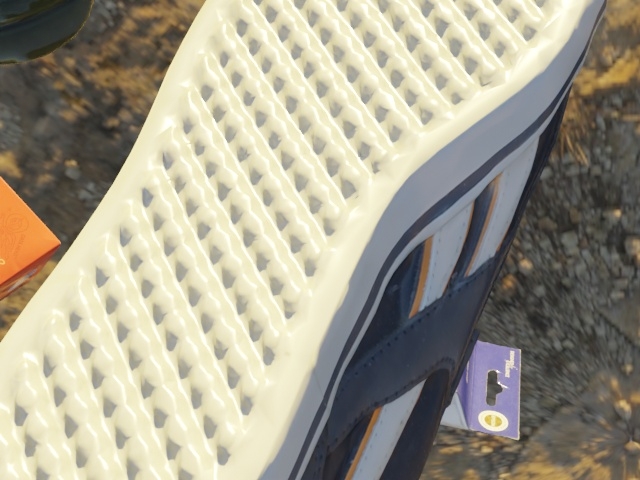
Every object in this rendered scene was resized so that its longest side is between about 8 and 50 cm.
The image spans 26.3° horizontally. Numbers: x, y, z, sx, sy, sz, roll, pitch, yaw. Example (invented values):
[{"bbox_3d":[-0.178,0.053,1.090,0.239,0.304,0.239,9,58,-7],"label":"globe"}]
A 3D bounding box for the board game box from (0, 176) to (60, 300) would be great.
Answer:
[{"bbox_3d":[-0.406,-0.002,1.145,0.242,0.316,0.064,47,129,0],"label":"board game box"}]

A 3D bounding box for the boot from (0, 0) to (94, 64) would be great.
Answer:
[{"bbox_3d":[-0.156,-0.200,0.576,0.089,0.269,0.236,-13,111,-4],"label":"boot"}]

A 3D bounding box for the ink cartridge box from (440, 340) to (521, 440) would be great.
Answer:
[{"bbox_3d":[0.064,0.128,1.646,0.371,0.175,0.069,13,124,1],"label":"ink cartridge box"}]

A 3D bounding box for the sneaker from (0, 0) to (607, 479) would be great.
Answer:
[{"bbox_3d":[0.000,0.000,0.465,0.126,0.127,0.321,21,58,23],"label":"sneaker"}]
